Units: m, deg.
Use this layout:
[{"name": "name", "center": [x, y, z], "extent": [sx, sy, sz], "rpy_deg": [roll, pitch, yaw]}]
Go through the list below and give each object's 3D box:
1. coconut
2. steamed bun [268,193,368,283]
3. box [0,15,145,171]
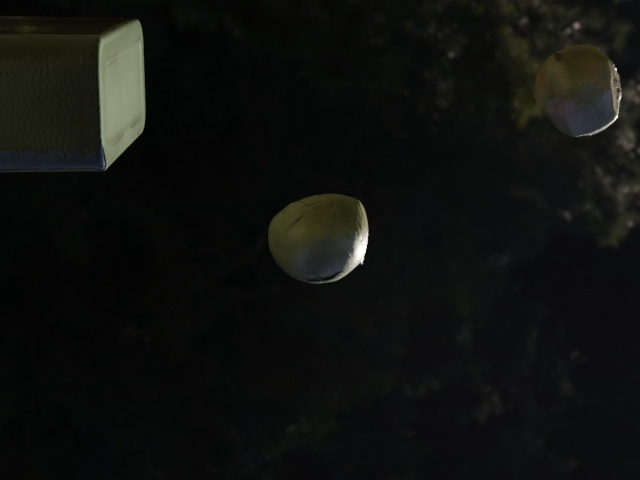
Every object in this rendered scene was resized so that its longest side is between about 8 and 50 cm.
[{"name": "coconut", "center": [0.326, -0.199, 1.826], "extent": [0.110, 0.124, 0.110], "rpy_deg": [-20, -134, 22]}, {"name": "steamed bun", "center": [0.000, 0.000, 1.813], "extent": [0.130, 0.091, 0.112], "rpy_deg": [-5, 134, -8]}, {"name": "box", "center": [-0.407, -0.183, 1.742], "extent": [0.343, 0.177, 0.352], "rpy_deg": [1, -167, 1]}]
